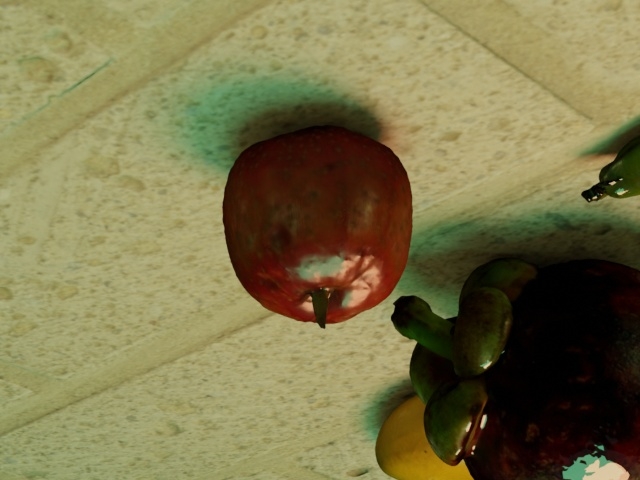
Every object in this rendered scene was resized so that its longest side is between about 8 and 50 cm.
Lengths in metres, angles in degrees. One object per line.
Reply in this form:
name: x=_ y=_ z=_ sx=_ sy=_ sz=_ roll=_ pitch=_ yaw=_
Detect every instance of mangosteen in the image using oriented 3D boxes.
mangosteen: x=0.254 y=0.153 z=1.372 sx=0.311 sy=0.311 sz=0.311 roll=0 pitch=150 yaw=0

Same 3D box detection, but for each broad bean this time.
broad bean: x=0.325 y=-0.088 z=1.178 sx=0.213 sy=0.048 sz=0.070 roll=-27 pitch=140 yaw=33

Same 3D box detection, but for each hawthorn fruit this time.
hawthorn fruit: x=0.000 y=0.000 z=1.178 sx=0.179 sy=0.200 sz=0.179 roll=-4 pitch=146 yaw=-3

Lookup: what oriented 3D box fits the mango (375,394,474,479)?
mango: x=0.161 y=0.270 z=1.737 sx=0.176 sy=0.119 sz=0.317 roll=4 pitch=158 yaw=-12
